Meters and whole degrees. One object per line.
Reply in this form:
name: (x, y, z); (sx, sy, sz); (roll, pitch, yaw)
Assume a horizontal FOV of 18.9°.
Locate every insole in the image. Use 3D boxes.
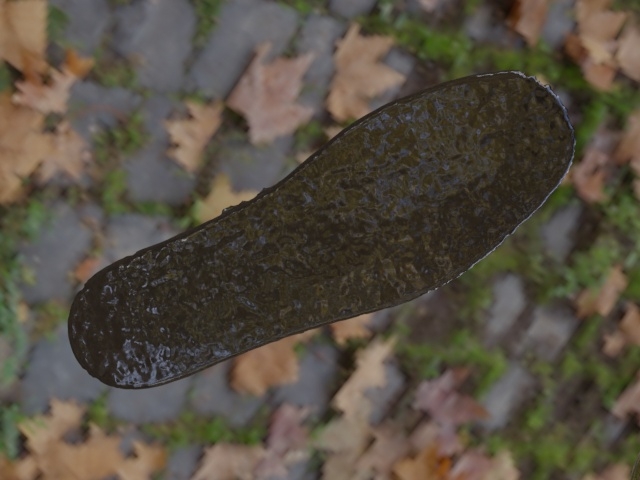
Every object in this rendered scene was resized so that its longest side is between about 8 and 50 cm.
insole: (0.000, 0.000, 1.134); (0.327, 0.007, 0.111); (-26, 92, 6)

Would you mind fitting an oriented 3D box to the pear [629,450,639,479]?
pear: (0.351, 0.205, 1.342); (0.283, 0.283, 0.284); (-22, 129, -30)
